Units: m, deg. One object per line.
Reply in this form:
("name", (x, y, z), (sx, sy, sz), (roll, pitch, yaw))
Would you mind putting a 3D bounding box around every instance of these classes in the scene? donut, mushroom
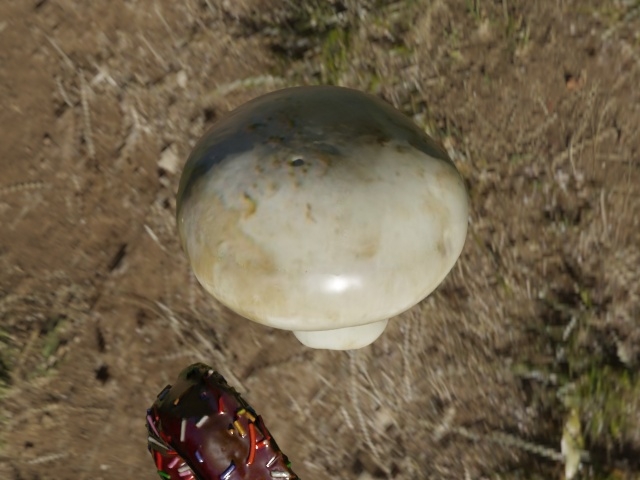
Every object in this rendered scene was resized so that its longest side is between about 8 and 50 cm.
("donut", (-0.101, 0.242, 1.454), (0.089, 0.235, 0.235), (-32, 71, -24))
("mushroom", (0.000, 0.000, 1.157), (0.243, 0.243, 0.243), (-2, 75, 9))
